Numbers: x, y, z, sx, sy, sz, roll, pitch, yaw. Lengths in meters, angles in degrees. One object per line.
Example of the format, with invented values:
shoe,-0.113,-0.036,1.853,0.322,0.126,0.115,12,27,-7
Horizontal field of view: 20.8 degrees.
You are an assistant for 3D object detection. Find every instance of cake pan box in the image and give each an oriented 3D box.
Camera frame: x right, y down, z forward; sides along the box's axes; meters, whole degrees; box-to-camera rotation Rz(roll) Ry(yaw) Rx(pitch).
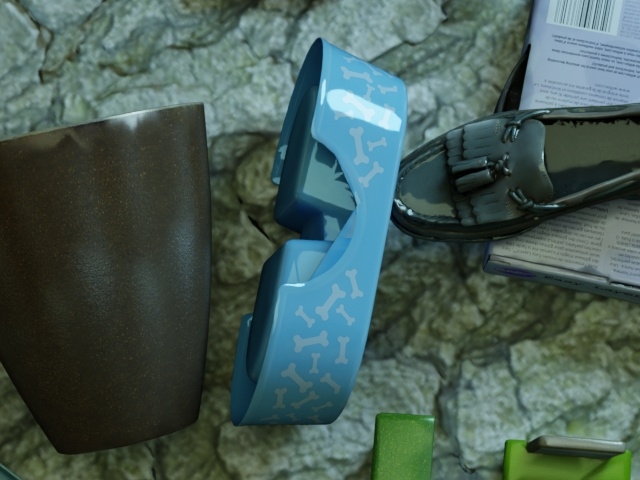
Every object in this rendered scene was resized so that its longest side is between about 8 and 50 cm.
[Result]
cake pan box,0.266,-0.071,1.358,0.267,0.070,0.245,10,76,2

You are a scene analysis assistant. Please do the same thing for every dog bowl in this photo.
dog bowl,0.000,0.000,1.301,0.074,0.166,0.297,14,78,-9

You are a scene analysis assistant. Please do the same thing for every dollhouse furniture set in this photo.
dollhouse furniture set,0.124,0.286,1.238,0.198,0.151,0.301,5,78,1

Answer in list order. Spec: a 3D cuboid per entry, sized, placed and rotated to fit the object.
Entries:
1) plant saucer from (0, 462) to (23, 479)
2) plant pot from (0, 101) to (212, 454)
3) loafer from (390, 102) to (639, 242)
plant saucer,-0.255,0.202,1.326,0.192,0.018,0.067,36,80,6
plant pot,-0.167,0.033,1.283,0.215,0.215,0.230,-12,93,-2
loafer,0.178,-0.063,1.280,0.268,0.084,0.096,-11,78,-1
